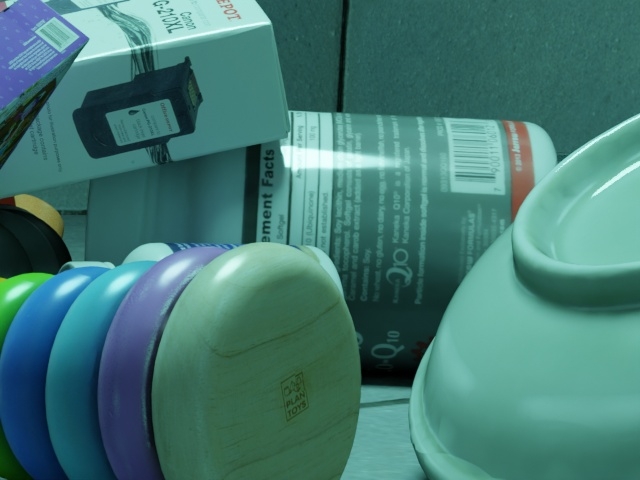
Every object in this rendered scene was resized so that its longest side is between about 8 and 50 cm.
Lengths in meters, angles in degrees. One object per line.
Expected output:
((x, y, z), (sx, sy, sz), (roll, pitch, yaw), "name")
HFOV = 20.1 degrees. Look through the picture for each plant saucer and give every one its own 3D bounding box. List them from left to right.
((0.217, 0.001, 0.960), (0.400, 0.100, 0.400), (-23, 21, 9), "plant saucer")

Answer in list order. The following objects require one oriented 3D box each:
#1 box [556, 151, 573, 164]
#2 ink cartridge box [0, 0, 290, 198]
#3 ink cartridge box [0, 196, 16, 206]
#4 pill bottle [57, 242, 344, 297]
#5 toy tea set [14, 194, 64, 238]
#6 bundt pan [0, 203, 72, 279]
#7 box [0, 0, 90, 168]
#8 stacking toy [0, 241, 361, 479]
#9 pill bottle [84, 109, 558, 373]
((0.213, -0.005, 1.909), (0.059, 0.183, 0.232), (3, 3, -7), "box")
((-0.160, -0.126, 1.376), (0.237, 0.100, 0.172), (-12, 28, -10), "ink cartridge box")
((-0.380, -0.005, 1.589), (0.232, 0.189, 0.066), (13, 45, 15), "ink cartridge box")
((-0.087, 0.057, 1.255), (0.186, 0.112, 0.112), (2, 4, -25), "pill bottle")
((-0.396, 0.017, 1.730), (0.336, 0.124, 0.200), (-17, -45, 39), "toy tea set")
((-0.343, 0.030, 1.422), (0.330, 0.124, 0.331), (3, 4, 0), "bundt pan")
((-0.270, -0.027, 1.135), (0.057, 0.201, 0.293), (38, 29, -2), "box")
((-0.148, 0.067, 0.919), (0.330, 0.141, 0.141), (2, 2, 35), "stacking toy")
((0.000, 0.000, 1.455), (0.363, 0.210, 0.210), (3, 4, -2), "pill bottle")
